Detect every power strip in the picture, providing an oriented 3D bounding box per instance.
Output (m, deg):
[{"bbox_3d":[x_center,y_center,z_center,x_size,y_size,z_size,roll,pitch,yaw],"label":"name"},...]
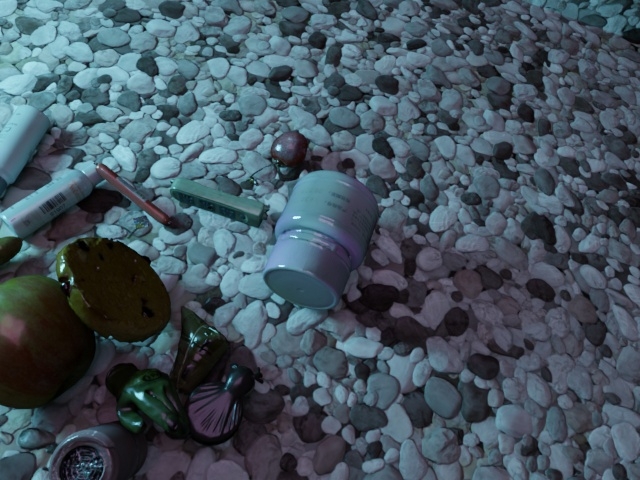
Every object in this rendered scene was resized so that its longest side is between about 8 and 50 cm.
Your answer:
[{"bbox_3d":[-0.281,-0.107,1.386,0.286,0.080,0.048,19,61,0],"label":"power strip"}]

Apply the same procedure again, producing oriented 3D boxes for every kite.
[{"bbox_3d":[-0.492,-0.041,1.350,0.078,0.002,0.044,-37,74,-27],"label":"kite"}]

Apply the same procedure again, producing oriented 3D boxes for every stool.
[{"bbox_3d":[-0.216,0.360,1.113,0.125,0.121,0.217,36,62,11],"label":"stool"}]

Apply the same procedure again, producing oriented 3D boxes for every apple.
[{"bbox_3d":[-0.595,0.209,1.045,0.234,0.256,0.256,36,60,5],"label":"apple"}]

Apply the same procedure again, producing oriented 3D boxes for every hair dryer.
[{"bbox_3d":[-0.495,0.500,0.947,0.125,0.210,0.352,41,76,6],"label":"hair dryer"}]

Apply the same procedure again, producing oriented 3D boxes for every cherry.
[{"bbox_3d":[-0.116,-0.235,1.494,0.107,0.090,0.225,34,74,4],"label":"cherry"}]

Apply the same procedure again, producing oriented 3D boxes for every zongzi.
[{"bbox_3d":[-0.328,0.264,1.189,0.178,0.081,0.189,29,72,30],"label":"zongzi"}]

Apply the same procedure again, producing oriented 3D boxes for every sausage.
[{"bbox_3d":[-0.498,-0.122,1.343,0.253,0.034,0.034,40,60,-9],"label":"sausage"}]

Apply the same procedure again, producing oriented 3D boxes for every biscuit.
[{"bbox_3d":[-0.461,0.111,1.139,0.075,0.296,0.295,-40,70,15],"label":"biscuit"}]

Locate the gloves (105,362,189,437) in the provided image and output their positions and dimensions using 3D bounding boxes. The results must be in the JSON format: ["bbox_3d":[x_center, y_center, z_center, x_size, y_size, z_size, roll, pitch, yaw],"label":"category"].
[{"bbox_3d":[-0.363,0.324,1.049,0.268,0.107,0.135,19,39,39],"label":"gloves"}]

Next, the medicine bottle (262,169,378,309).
[{"bbox_3d":[0.000,0.000,1.289,0.241,0.241,0.301,22,59,1],"label":"medicine bottle"}]

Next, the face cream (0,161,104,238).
[{"bbox_3d":[-0.678,-0.112,1.307,0.082,0.082,0.269,41,62,12],"label":"face cream"}]

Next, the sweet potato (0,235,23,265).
[{"bbox_3d":[-0.888,0.033,1.174,0.342,0.092,0.113,5,91,-18],"label":"sweet potato"}]

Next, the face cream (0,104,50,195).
[{"bbox_3d":[-0.823,-0.217,1.331,0.093,0.092,0.311,14,60,-4],"label":"face cream"}]
